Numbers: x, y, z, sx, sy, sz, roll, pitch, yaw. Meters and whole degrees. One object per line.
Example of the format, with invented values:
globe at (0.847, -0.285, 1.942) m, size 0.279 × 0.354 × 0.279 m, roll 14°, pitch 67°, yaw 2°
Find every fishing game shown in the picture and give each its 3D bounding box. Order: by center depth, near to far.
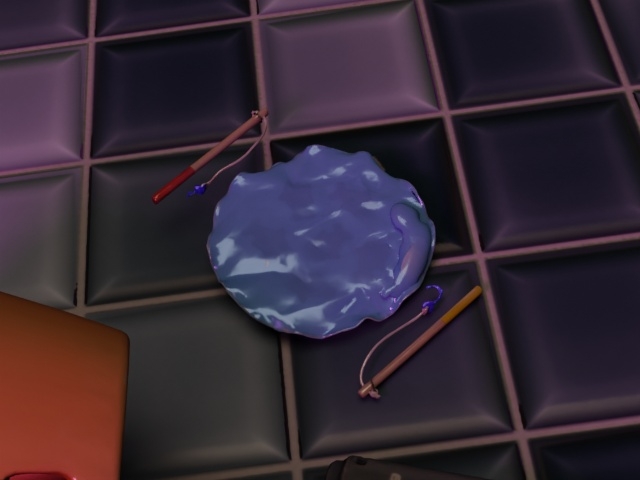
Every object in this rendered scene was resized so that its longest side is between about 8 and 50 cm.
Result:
fishing game at (0.000, 0.000, 0.942) m, size 0.264 × 0.041 × 0.189 m, roll 37°, pitch 65°, yaw 21°

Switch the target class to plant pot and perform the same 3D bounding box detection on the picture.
plant pot at (-0.231, 0.150, 0.721) m, size 0.203 × 0.291 × 0.291 m, roll 6°, pitch 51°, yaw -11°

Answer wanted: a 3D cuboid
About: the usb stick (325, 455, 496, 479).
usb stick at (0.135, 0.200, 0.764) m, size 0.278 × 0.045 × 0.077 m, roll 7°, pitch 54°, yaw 13°
